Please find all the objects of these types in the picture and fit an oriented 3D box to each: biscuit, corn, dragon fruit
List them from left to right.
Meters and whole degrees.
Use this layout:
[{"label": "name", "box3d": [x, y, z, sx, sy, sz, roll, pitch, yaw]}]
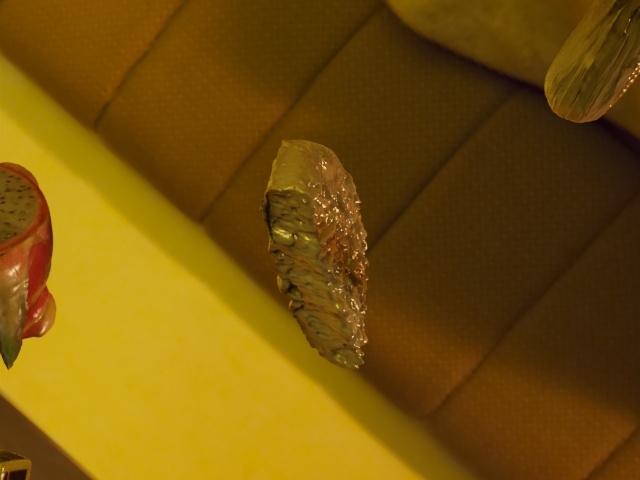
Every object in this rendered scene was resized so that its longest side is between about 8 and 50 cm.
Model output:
[{"label": "dragon fruit", "box3d": [-0.440, 0.042, 1.311, 0.291, 0.291, 0.189, 33, 132, 38]}, {"label": "biscuit", "box3d": [0.000, 0.000, 1.295, 0.084, 0.179, 0.281, -3, 131, 16]}, {"label": "corn", "box3d": [0.417, -0.298, 1.632, 0.122, 0.123, 0.305, 44, 135, 20]}]

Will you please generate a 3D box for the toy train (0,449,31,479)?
[{"label": "toy train", "box3d": [-0.388, 0.293, 1.250, 0.089, 0.127, 0.219, 10, 179, 23]}]
